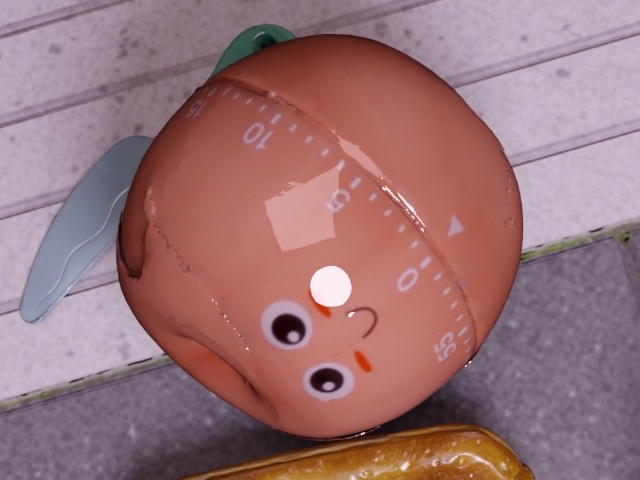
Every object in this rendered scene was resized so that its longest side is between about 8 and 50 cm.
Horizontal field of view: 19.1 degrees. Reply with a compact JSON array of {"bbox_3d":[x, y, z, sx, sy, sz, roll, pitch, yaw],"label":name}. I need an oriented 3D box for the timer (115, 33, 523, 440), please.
[{"bbox_3d":[0.000,0.000,1.128,0.229,0.230,0.215,39,78,18],"label":"timer"}]

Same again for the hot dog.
[{"bbox_3d":[0.007,0.172,1.148,0.249,0.068,0.100,-11,90,8],"label":"hot dog"}]

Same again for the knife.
[{"bbox_3d":[-0.114,-0.050,1.268,0.260,0.034,0.063,-43,66,-6],"label":"knife"}]
